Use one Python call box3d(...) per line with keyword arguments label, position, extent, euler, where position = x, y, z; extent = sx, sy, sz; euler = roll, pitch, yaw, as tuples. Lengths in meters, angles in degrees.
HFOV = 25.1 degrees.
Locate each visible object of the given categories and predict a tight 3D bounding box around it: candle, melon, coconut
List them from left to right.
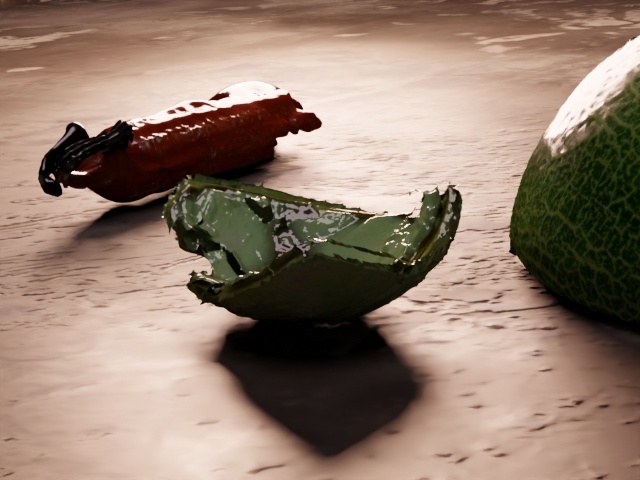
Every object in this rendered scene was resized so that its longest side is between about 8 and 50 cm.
box3d(label="candle", position=(-0.092, -0.067, 0.959), extent=(0.084, 0.059, 0.301), euler=(-9, 7, 31))
box3d(label="coconut", position=(-0.001, 0.005, 0.653), extent=(0.133, 0.055, 0.158), euler=(-4, 15, -9))
box3d(label="melon", position=(0.218, -0.036, 0.630), extent=(0.265, 0.129, 0.169), euler=(-1, 17, 6))
